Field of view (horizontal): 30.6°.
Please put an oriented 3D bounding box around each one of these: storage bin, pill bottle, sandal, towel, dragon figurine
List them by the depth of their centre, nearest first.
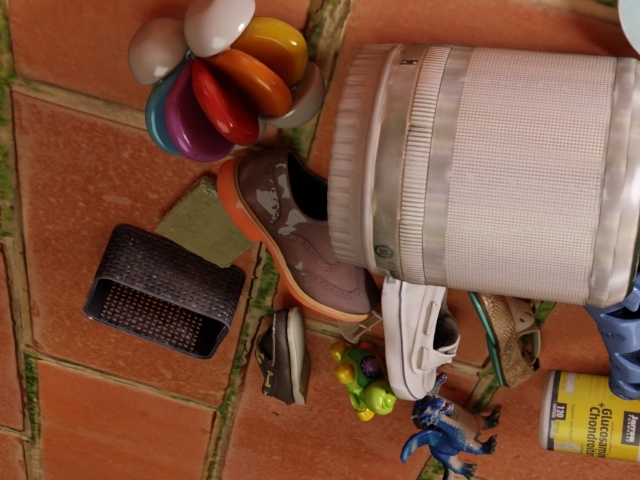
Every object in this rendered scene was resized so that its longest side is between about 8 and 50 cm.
[{"bbox_3d":[0.332,0.055,1.248,0.138,0.126,0.317,10,138,15],"label":"sandal"},{"bbox_3d":[-0.127,-0.021,1.391,0.110,0.027,0.148,28,145,-16],"label":"towel"},{"bbox_3d":[0.372,0.224,1.477,0.184,0.103,0.103,5,145,14],"label":"pill bottle"},{"bbox_3d":[-0.200,0.068,1.497,0.180,0.084,0.122,21,146,-10],"label":"storage bin"},{"bbox_3d":[0.162,0.274,1.649,0.144,0.085,0.289,18,146,-3],"label":"dragon figurine"}]

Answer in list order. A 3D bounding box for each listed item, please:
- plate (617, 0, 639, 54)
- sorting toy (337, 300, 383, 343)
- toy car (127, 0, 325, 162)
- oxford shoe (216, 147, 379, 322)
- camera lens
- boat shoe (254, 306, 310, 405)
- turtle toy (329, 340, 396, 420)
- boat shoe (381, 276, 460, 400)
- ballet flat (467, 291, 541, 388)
[{"bbox_3d":[0.339,-0.198,0.955,0.188,0.024,0.188,10,146,7],"label":"plate"},{"bbox_3d":[0.040,0.081,1.462,0.075,0.045,0.083,33,144,-12],"label":"sorting toy"},{"bbox_3d":[-0.096,-0.138,1.112,0.182,0.136,0.159,-17,135,38],"label":"toy car"},{"bbox_3d":[0.000,0.000,1.314,0.098,0.097,0.271,-18,134,31],"label":"oxford shoe"},{"bbox_3d":[0.161,-0.061,1.046,0.274,0.219,0.219,7,145,13],"label":"camera lens"},{"bbox_3d":[-0.054,0.158,1.570,0.068,0.081,0.228,6,148,7],"label":"boat shoe"},{"bbox_3d":[0.062,0.186,1.540,0.066,0.130,0.095,-24,120,5],"label":"turtle toy"},{"bbox_3d":[0.129,0.121,1.433,0.084,0.095,0.258,9,147,17],"label":"boat shoe"},{"bbox_3d":[0.228,0.105,1.413,0.067,0.073,0.206,-21,142,4],"label":"ballet flat"}]
